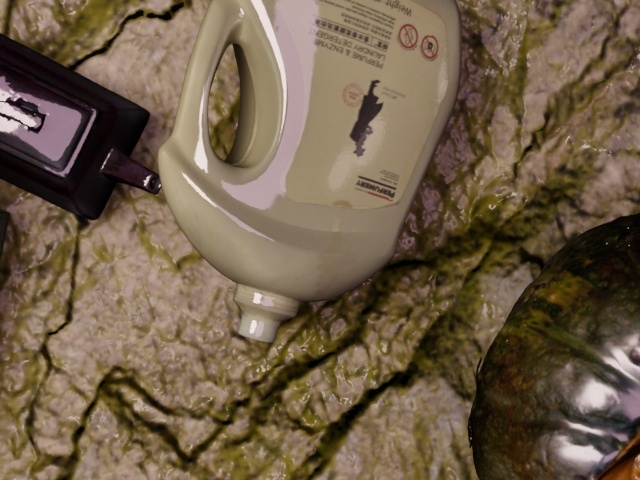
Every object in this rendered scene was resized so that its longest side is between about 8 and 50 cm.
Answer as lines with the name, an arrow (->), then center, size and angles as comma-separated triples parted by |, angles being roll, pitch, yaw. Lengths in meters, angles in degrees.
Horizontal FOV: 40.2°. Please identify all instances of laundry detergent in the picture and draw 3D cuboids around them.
laundry detergent -> -0.010, -0.060, 0.562 | 0.181, 0.091, 0.254 | 19, 86, -30

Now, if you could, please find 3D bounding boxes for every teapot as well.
teapot -> -0.179, -0.073, 0.543 | 0.177, 0.096, 0.087 | 27, 88, -10

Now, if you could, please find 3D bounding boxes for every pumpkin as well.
pumpkin -> 0.247, 0.133, 0.559 | 0.320, 0.192, 0.321 | -1, 87, 11

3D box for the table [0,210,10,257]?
table -> -0.280, 0.088, 0.526 | 0.121, 0.111, 0.240 | 11, 91, -10
